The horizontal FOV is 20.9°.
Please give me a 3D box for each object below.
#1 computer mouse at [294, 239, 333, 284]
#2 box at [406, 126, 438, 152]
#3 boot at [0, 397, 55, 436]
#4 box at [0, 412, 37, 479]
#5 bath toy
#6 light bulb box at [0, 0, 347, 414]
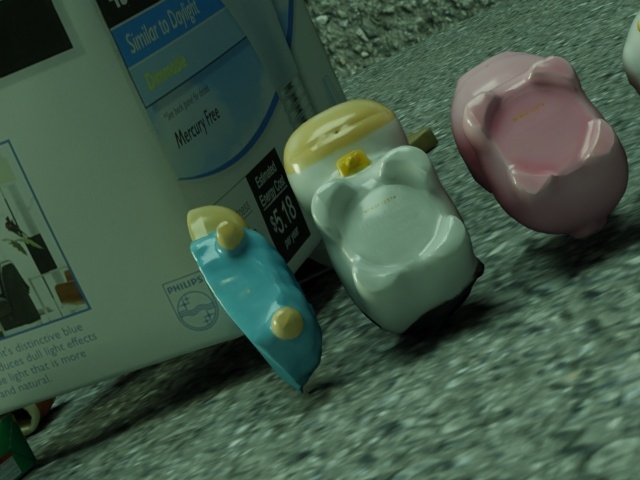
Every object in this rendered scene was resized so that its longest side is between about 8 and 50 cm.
[{"bbox_3d":[0.000,0.000,1.294,0.193,0.042,0.106,-25,9,12],"label":"computer mouse"},{"bbox_3d":[0.004,-0.043,1.650,0.164,0.021,0.201,-21,9,36],"label":"box"},{"bbox_3d":[-0.271,0.104,1.251,0.158,0.059,0.084,10,18,-5],"label":"boot"},{"bbox_3d":[-0.280,0.171,1.109,0.179,0.043,0.105,-20,11,30],"label":"box"},{"bbox_3d":[0.103,-0.042,0.959,0.348,0.151,0.129,-26,-27,2],"label":"bath toy"},{"bbox_3d":[-0.164,-0.126,1.186,0.225,0.361,0.358,-19,14,21],"label":"light bulb box"}]
